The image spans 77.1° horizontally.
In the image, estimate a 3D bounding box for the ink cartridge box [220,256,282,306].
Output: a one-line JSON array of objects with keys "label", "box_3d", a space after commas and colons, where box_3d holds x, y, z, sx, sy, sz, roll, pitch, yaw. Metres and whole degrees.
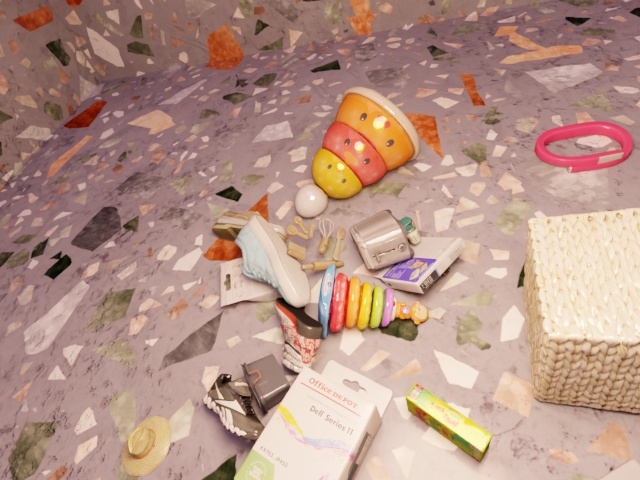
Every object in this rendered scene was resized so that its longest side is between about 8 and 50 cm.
[{"label": "ink cartridge box", "box_3d": [-0.211, 0.124, 1.306, 0.224, 0.056, 0.181, -18, 47, 5]}]

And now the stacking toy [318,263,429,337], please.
[{"label": "stacking toy", "box_3d": [0.146, 0.182, 1.097, 0.301, 0.166, 0.175, 8, 52, 5]}]

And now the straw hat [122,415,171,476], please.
[{"label": "straw hat", "box_3d": [-0.459, 0.515, 1.026, 0.144, 0.061, 0.145, -8, 48, 9]}]

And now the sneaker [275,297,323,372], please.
[{"label": "sneaker", "box_3d": [-0.081, 0.260, 1.112, 0.270, 0.090, 0.145, 25, 101, 65]}]

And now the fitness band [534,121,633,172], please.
[{"label": "fitness band", "box_3d": [0.890, -0.320, 1.362, 0.290, 0.054, 0.209, -8, 45, 9]}]

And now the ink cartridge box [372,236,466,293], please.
[{"label": "ink cartridge box", "box_3d": [0.285, 0.064, 1.182, 0.206, 0.045, 0.208, -42, 20, -20]}]

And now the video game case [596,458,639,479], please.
[{"label": "video game case", "box_3d": [0.543, 0.597, 0.662, 0.299, 0.036, 0.329, -26, 47, -6]}]

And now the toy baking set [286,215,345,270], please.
[{"label": "toy baking set", "box_3d": [0.001, 0.006, 1.277, 0.256, 0.030, 0.197, 2, 61, -35]}]

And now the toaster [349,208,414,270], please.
[{"label": "toaster", "box_3d": [0.179, -0.005, 1.228, 0.146, 0.129, 0.227, -22, 24, 2]}]

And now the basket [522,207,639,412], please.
[{"label": "basket", "box_3d": [0.593, 0.151, 0.853, 0.266, 0.331, 0.329, -3, 48, 22]}]

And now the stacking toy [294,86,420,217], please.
[{"label": "stacking toy", "box_3d": [0.091, -0.265, 1.443, 0.480, 0.350, 0.350, -50, 52, -3]}]

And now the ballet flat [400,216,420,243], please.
[{"label": "ballet flat", "box_3d": [0.281, -0.029, 1.275, 0.057, 0.052, 0.168, -31, 13, 14]}]

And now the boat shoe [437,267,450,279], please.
[{"label": "boat shoe", "box_3d": [0.318, 0.106, 1.156, 0.133, 0.042, 0.049, -37, 18, -10]}]

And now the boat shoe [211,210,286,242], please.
[{"label": "boat shoe", "box_3d": [-0.247, -0.054, 1.430, 0.302, 0.113, 0.103, 9, 58, 25]}]

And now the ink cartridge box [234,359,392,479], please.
[{"label": "ink cartridge box", "box_3d": [0.000, 0.437, 0.913, 0.207, 0.119, 0.354, 18, 57, 30]}]

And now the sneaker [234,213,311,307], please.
[{"label": "sneaker", "box_3d": [-0.156, 0.087, 1.222, 0.150, 0.135, 0.366, -45, 49, 12]}]

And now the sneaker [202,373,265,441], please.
[{"label": "sneaker", "box_3d": [-0.206, 0.403, 0.996, 0.234, 0.078, 0.106, 16, 79, 44]}]

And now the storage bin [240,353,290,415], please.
[{"label": "storage bin", "box_3d": [-0.140, 0.363, 1.047, 0.091, 0.098, 0.135, -24, 46, -19]}]

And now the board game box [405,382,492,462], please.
[{"label": "board game box", "box_3d": [0.277, 0.398, 0.881, 0.181, 0.092, 0.043, 27, 63, 34]}]
